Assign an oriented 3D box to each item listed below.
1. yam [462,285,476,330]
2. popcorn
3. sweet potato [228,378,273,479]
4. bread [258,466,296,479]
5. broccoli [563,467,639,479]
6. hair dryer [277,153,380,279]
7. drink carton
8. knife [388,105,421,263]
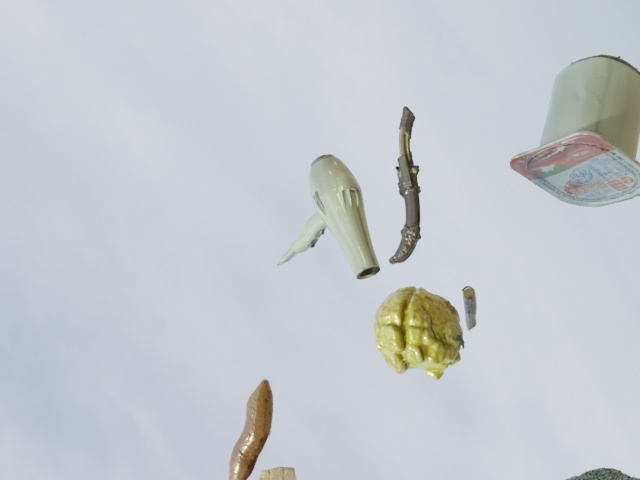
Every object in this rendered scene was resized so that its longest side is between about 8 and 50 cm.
[{"bbox_3d":[0.300,0.137,1.716,0.129,0.027,0.033,73,-169,-53],"label":"yam"},{"bbox_3d":[0.176,0.164,1.510,0.173,0.142,0.173,43,-160,-20],"label":"popcorn"},{"bbox_3d":[-0.123,0.357,1.538,0.051,0.065,0.218,20,-95,-33],"label":"sweet potato"},{"bbox_3d":[-0.077,0.531,1.697,0.105,0.077,0.152,-92,-7,-51],"label":"bread"},{"bbox_3d":[0.390,0.443,1.131,0.269,0.254,0.269,8,-90,-69],"label":"broccoli"},{"bbox_3d":[0.019,0.014,1.497,0.092,0.267,0.229,-4,-138,-32],"label":"hair dryer"},{"bbox_3d":[0.443,-0.178,1.404,0.191,0.185,0.190,28,-119,-22],"label":"drink carton"},{"bbox_3d":[0.123,-0.076,1.193,0.021,0.045,0.222,-2,-83,-64],"label":"knife"}]
